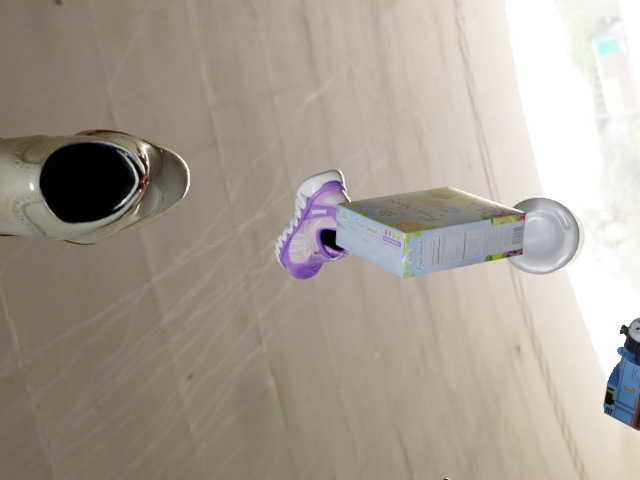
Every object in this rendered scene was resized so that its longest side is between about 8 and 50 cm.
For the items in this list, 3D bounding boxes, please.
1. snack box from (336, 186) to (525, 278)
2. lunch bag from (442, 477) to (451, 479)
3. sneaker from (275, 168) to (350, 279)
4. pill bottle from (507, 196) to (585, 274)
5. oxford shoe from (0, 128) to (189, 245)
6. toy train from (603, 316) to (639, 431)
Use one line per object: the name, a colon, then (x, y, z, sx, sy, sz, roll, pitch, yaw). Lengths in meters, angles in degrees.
snack box: (0.153, -0.017, 1.309, 0.207, 0.174, 0.070, -11, -69, -29)
lunch bag: (0.162, 0.334, 0.859, 0.221, 0.293, 0.138, -9, -55, -60)
sneaker: (0.000, 0.000, 1.461, 0.104, 0.095, 0.236, 55, 149, 25)
pill bottle: (0.373, -0.006, 1.536, 0.221, 0.124, 0.124, -1, -102, -71)
oxford shoe: (-0.245, -0.056, 1.056, 0.397, 0.147, 0.140, -18, -72, -64)
toy train: (0.412, 0.166, 1.144, 0.080, 0.105, 0.184, -45, -35, -32)
